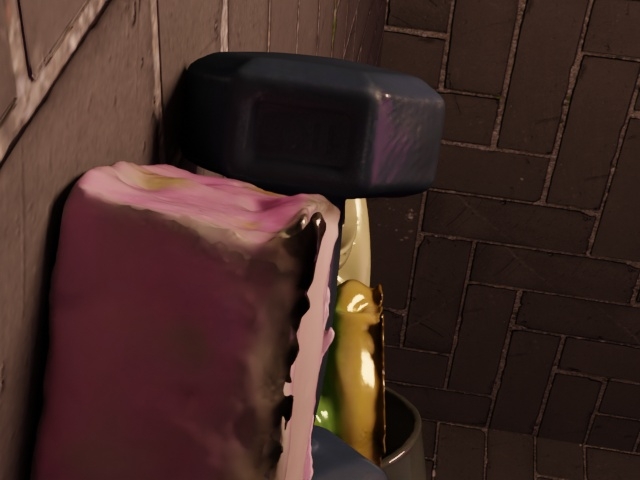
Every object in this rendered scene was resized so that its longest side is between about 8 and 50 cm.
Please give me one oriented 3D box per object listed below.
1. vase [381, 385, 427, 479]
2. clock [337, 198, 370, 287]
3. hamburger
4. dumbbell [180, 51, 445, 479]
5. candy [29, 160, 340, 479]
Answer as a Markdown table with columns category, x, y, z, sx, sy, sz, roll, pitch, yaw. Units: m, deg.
| category | x | y | z | sx | sy | sz | roll | pitch | yaw |
| --- | --- | --- | --- | --- | --- | --- | --- | --- | --- |
| vase | 0.054 | 0.307 | 1.080 | 0.251 | 0.156 | 0.300 | 21 | -52 | 58 |
| clock | 0.000 | 0.000 | 1.124 | 0.379 | 0.120 | 0.276 | -67 | 159 | -74 |
| hamburger | -0.023 | 0.143 | 0.890 | 0.237 | 0.149 | 0.237 | -178 | -90 | -89 |
| dumbbell | -0.021 | 0.045 | 0.666 | 0.156 | 0.144 | 0.316 | -5 | 105 | -57 |
| candy | -0.062 | 0.100 | 0.524 | 0.155 | 0.116 | 0.265 | -51 | 149 | -82 |
